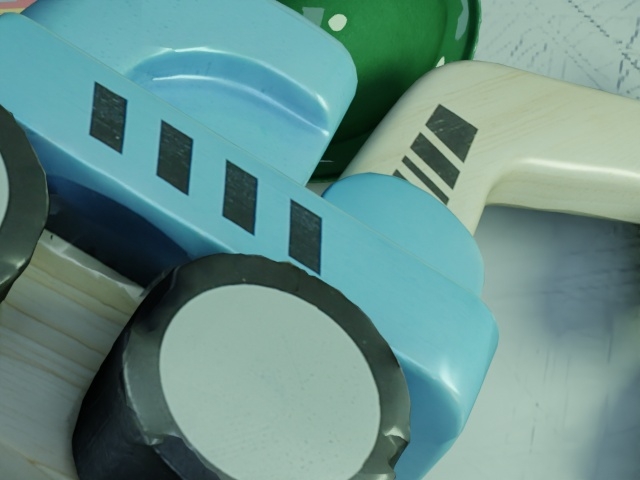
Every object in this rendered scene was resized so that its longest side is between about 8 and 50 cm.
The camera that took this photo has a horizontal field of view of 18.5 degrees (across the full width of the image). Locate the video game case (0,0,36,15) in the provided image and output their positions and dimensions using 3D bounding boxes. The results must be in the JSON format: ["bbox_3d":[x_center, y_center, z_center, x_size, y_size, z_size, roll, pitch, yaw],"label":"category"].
[{"bbox_3d":[-0.227,-0.080,0.931,0.204,0.025,0.285,-4,84,-14],"label":"video game case"}]

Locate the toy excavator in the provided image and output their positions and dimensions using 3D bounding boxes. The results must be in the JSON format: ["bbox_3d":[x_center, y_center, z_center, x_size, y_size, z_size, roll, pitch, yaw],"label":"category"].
[{"bbox_3d":[0.000,0.000,0.834,0.433,0.222,0.445,31,47,-4],"label":"toy excavator"}]

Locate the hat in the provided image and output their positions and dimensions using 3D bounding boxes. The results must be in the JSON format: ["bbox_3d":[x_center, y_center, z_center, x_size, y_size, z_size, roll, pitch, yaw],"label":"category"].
[{"bbox_3d":[0.005,-0.119,0.910,0.173,0.183,0.208,43,76,-4],"label":"hat"}]
